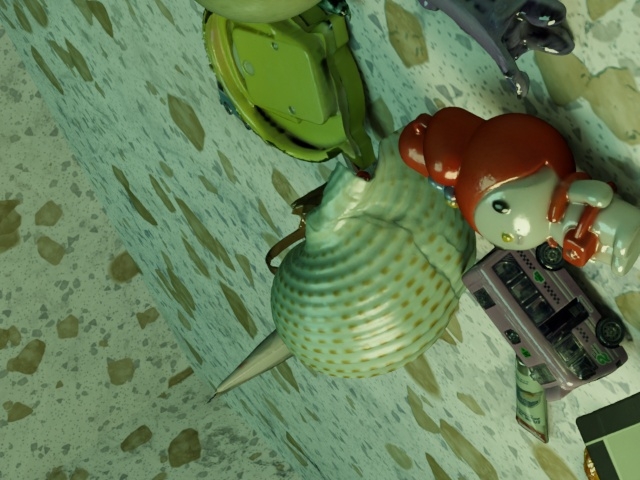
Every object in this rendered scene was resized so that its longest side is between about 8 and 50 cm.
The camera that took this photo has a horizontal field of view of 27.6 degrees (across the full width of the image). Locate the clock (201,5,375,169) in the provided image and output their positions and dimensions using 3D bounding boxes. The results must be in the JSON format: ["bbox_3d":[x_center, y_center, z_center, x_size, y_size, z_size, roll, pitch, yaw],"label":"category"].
[{"bbox_3d":[-0.040,-0.238,1.780,0.293,0.071,0.277,27,142,36],"label":"clock"}]

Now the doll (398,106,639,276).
[{"bbox_3d":[0.201,-0.061,1.357,0.290,0.130,0.161,30,161,23],"label":"doll"}]

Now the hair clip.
[{"bbox_3d":[0.144,-0.235,1.268,0.278,0.090,0.137,50,173,37],"label":"hair clip"}]

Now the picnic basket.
[{"bbox_3d":[0.000,0.000,1.957,0.137,0.178,0.128,60,164,-20],"label":"picnic basket"}]

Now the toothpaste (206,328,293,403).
[{"bbox_3d":[-0.064,0.177,2.236,0.066,0.323,0.100,52,164,5],"label":"toothpaste"}]

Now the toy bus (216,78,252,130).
[{"bbox_3d":[-0.110,-0.223,2.031,0.123,0.060,0.075,42,157,42],"label":"toy bus"}]

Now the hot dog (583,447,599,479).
[{"bbox_3d":[0.393,0.305,1.686,0.099,0.065,0.147,28,148,49],"label":"hot dog"}]

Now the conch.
[{"bbox_3d":[0.085,0.022,1.611,0.215,0.303,0.319,36,148,6],"label":"conch"}]

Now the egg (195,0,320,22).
[{"bbox_3d":[-0.068,-0.337,1.396,0.218,0.218,0.295,53,170,2],"label":"egg"}]

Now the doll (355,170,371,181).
[{"bbox_3d":[0.088,-0.005,1.853,0.142,0.076,0.245,-3,137,17],"label":"doll"}]

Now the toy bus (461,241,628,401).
[{"bbox_3d":[0.262,0.087,1.527,0.199,0.108,0.096,53,164,3],"label":"toy bus"}]

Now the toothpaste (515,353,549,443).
[{"bbox_3d":[0.296,0.217,1.831,0.062,0.039,0.239,37,160,29],"label":"toothpaste"}]

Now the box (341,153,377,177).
[{"bbox_3d":[0.058,-0.110,1.870,0.083,0.012,0.046,30,153,52],"label":"box"}]

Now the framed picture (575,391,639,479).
[{"bbox_3d":[0.410,0.257,1.312,0.347,0.016,0.265,-42,67,55],"label":"framed picture"}]

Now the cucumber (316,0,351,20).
[{"bbox_3d":[-0.005,-0.312,1.595,0.155,0.037,0.037,42,160,37],"label":"cucumber"}]
